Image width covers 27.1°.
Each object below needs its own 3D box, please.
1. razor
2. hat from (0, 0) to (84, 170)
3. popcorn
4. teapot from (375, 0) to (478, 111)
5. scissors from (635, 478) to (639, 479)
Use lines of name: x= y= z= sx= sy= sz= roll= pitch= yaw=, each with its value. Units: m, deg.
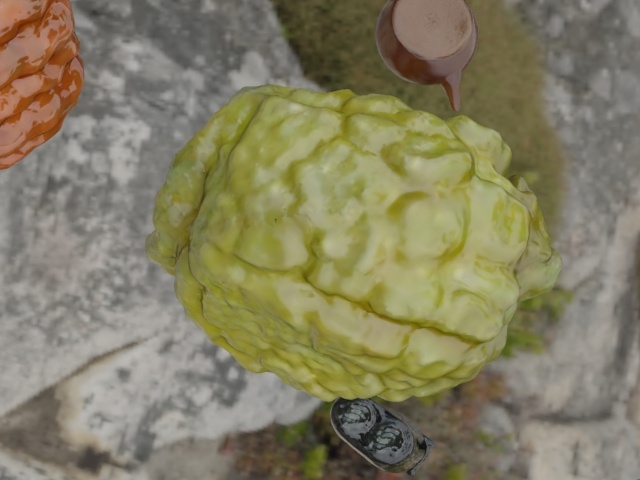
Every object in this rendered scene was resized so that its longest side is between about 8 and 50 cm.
razor: x=0.060 y=0.191 z=1.305 sx=0.054 sy=0.090 sz=0.148 roll=-52 pitch=162 yaw=-1
hat: x=-0.352 y=-0.109 z=0.741 sx=0.400 sy=0.285 sz=0.285 roll=-35 pitch=124 yaw=-33
popcorn: x=0.000 y=0.000 z=0.858 sx=0.225 sy=0.286 sz=0.173 roll=36 pitch=65 yaw=-31
teapot: x=0.110 y=-0.221 z=1.435 sx=0.116 sy=0.116 sz=0.173 roll=-18 pitch=75 yaw=-51
scissors: x=0.201 y=0.376 z=1.098 sx=0.384 sy=0.256 sz=0.029 roll=-32 pitch=135 yaw=-5
